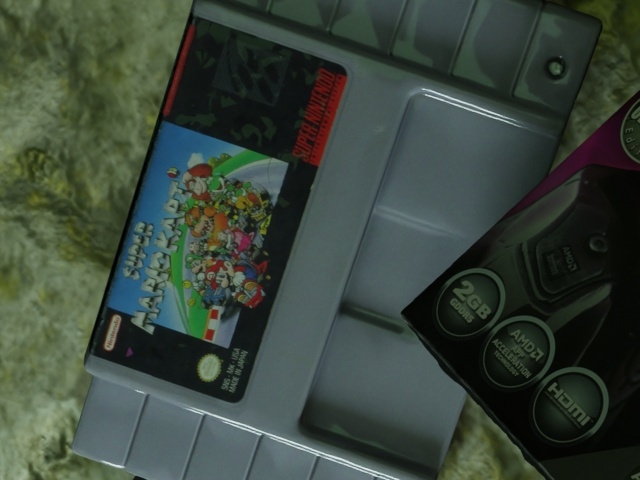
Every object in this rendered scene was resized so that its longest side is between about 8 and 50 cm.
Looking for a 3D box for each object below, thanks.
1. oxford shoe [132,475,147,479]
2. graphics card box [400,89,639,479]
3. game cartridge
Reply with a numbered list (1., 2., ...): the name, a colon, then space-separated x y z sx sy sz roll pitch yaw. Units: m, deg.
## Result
1. oxford shoe: -0.105 0.255 1.177 0.096 0.083 0.227 23 94 17
2. graphics card box: 0.249 -0.002 0.974 0.371 0.094 0.233 -43 49 2
3. game cartridge: 0.000 0.000 1.104 0.230 0.068 0.355 18 105 -2
